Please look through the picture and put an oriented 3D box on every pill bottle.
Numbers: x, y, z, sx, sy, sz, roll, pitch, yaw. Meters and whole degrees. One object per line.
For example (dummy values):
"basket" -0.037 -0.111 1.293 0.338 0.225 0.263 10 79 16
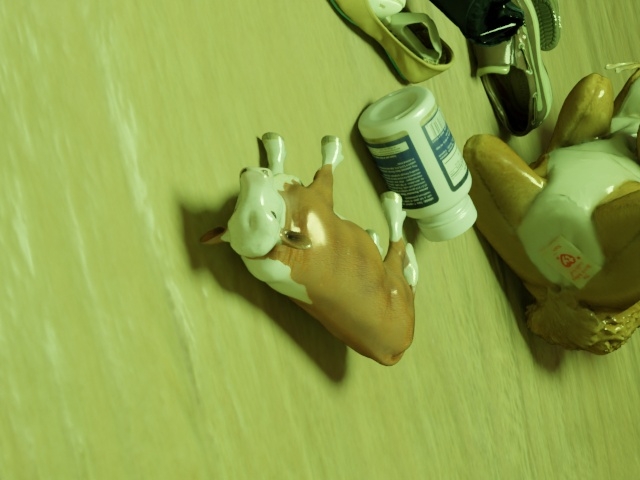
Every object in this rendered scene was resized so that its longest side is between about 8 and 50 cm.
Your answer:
"pill bottle" 0.118 -0.085 1.590 0.169 0.094 0.094 62 35 -26

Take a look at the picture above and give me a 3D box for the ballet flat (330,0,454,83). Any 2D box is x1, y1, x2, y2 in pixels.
"ballet flat" 0.085 -0.270 1.617 0.232 0.073 0.080 39 51 -46

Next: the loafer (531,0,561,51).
"loafer" 0.336 -0.360 2.074 0.050 0.056 0.148 -16 94 -53

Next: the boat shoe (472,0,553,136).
"boat shoe" 0.252 -0.258 1.870 0.257 0.095 0.095 62 40 -25

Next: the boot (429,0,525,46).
"boot" 0.129 -0.335 1.595 0.207 0.094 0.246 47 10 32

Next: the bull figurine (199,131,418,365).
"bull figurine" 0.000 0.000 1.361 0.310 0.101 0.188 47 41 -40

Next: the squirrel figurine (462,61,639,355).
"squirrel figurine" 0.412 -0.054 1.869 0.370 0.281 0.397 -48 138 -40
